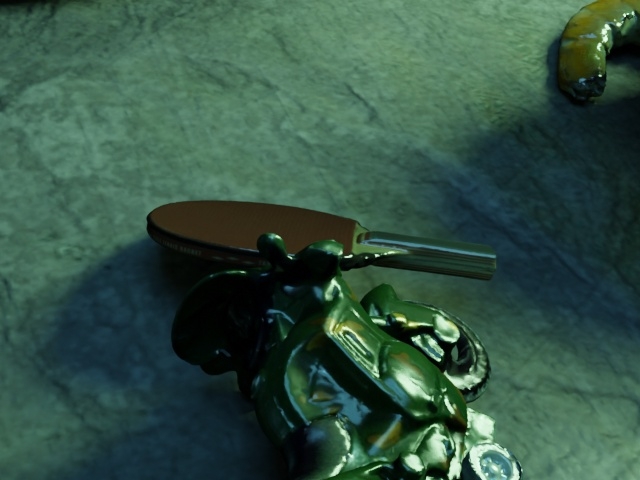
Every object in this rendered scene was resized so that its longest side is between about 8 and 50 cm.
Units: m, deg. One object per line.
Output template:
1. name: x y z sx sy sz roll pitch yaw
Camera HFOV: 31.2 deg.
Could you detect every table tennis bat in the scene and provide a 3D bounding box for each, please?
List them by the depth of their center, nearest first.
1. table tennis bat: 0.000 0.000 0.723 0.220 0.019 0.130 7 15 2

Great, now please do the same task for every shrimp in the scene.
1. shrimp: 0.278 -0.153 0.944 0.161 0.049 0.166 27 48 21

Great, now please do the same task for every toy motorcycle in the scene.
1. toy motorcycle: 0.003 0.103 0.583 0.187 0.125 0.275 21 37 -8
